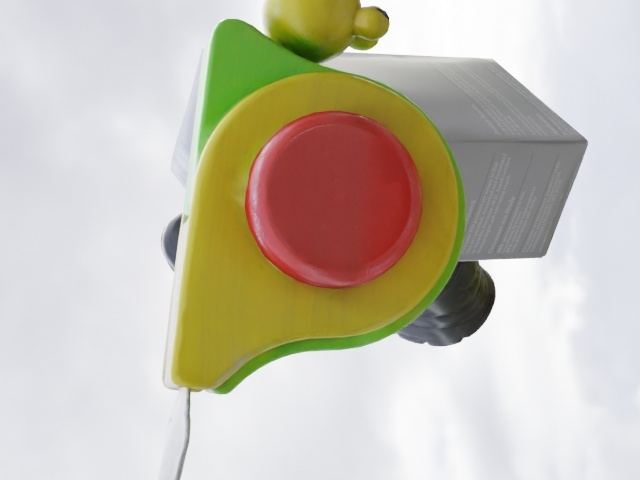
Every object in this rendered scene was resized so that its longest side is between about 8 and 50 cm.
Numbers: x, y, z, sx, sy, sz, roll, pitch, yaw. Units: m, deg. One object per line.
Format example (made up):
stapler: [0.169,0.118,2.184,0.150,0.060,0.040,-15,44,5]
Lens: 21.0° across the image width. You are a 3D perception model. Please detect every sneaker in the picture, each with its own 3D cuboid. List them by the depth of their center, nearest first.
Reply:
sneaker: [0.000,0.000,1.414,0.130,0.286,0.109,70,-149,-56]

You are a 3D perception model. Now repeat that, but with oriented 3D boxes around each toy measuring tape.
toy measuring tape: [-0.007,0.051,0.698,0.121,0.121,0.330,23,-108,-69]

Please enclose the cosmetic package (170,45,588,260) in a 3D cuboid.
cosmetic package: [0.038,-0.055,1.120,0.127,0.238,0.107,52,135,46]
